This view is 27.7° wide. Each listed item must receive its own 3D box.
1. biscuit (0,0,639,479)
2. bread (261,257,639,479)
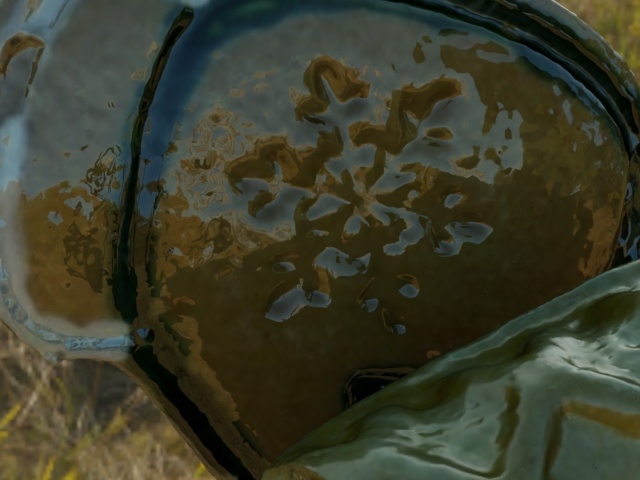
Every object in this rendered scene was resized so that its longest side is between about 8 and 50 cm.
[{"bbox_3d":[0.001,0.000,0.613,0.344,0.287,0.057,10,9,-20],"label":"biscuit"},{"bbox_3d":[0.091,0.100,0.529,0.268,0.152,0.130,-24,61,-11],"label":"bread"}]
